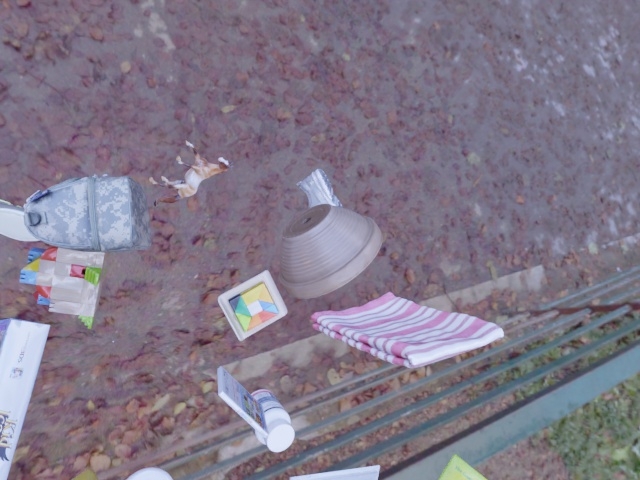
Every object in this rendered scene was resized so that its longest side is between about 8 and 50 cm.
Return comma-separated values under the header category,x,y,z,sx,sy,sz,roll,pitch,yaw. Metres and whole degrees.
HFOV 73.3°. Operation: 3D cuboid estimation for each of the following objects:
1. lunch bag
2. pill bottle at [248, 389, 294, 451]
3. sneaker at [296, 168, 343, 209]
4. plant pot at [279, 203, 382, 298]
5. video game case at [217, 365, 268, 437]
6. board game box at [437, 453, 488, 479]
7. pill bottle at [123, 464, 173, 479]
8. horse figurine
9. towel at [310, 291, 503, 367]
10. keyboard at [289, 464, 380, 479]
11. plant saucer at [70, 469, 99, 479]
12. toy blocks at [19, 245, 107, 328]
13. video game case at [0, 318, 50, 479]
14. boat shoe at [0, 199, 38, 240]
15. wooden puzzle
category,x,y,z,sx,sy,sz,roll,pitch,yaw
lunch bag,-0.636,-0.064,1.209,0.255,0.305,0.213,-7,91,-13
pill bottle,-0.148,0.520,1.240,0.107,0.180,0.108,-6,103,-26
sneaker,0.013,-0.116,1.566,0.282,0.115,0.105,65,19,-12
plant pot,0.000,0.000,0.891,0.237,0.237,0.110,-45,116,-27
video game case,-0.139,0.286,0.765,0.011,0.087,0.122,-40,109,-3
board game box,0.139,0.343,0.468,0.181,0.092,0.043,-53,143,-10
pill bottle,-0.402,0.584,0.988,0.121,0.216,0.121,10,63,-20
horse figurine,-0.435,-0.207,1.409,0.066,0.263,0.174,53,12,31
towel,0.096,0.103,0.527,0.144,0.197,0.030,-8,97,-32
keyboard,0.041,0.669,1.201,0.255,0.014,0.072,-2,122,-11
plant saucer,-0.621,0.783,1.012,0.332,0.081,0.333,-22,75,-48
toy blocks,-0.908,0.103,1.514,0.260,0.191,0.382,12,104,-20
video game case,-0.540,0.256,0.685,0.061,0.269,0.245,24,63,-46
boat shoe,-0.959,-0.073,1.307,0.304,0.109,0.091,9,33,-8
wooden puzzle,-0.270,0.268,1.760,0.238,0.044,0.221,-30,111,-18
